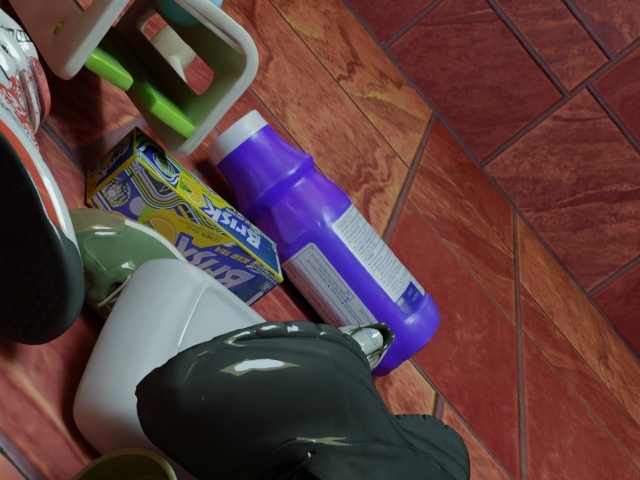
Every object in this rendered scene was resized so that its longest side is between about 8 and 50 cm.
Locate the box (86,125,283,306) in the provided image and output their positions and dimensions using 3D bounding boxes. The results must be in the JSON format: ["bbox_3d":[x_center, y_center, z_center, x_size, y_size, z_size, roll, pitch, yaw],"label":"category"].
[{"bbox_3d":[-0.108,-0.012,0.909,0.169,0.059,0.054,41,20,-31],"label":"box"}]

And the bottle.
[{"bbox_3d":[0.000,0.000,1.106,0.283,0.092,0.118,50,16,-4],"label":"bottle"}]

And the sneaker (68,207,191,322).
[{"bbox_3d":[-0.105,0.054,0.767,0.192,0.064,0.086,41,15,-41],"label":"sneaker"}]

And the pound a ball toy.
[{"bbox_3d":[-0.139,-0.188,0.968,0.208,0.136,0.319,34,9,-34],"label":"pound a ball toy"}]

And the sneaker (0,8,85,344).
[{"bbox_3d":[-0.203,-0.061,0.711,0.270,0.090,0.145,52,19,10],"label":"sneaker"}]

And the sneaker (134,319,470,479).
[{"bbox_3d":[0.014,0.141,0.629,0.286,0.109,0.130,34,30,-41],"label":"sneaker"}]

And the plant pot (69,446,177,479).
[{"bbox_3d":[-0.089,0.163,0.584,0.079,0.083,0.083,53,11,-43],"label":"plant pot"}]

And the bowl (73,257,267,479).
[{"bbox_3d":[-0.071,0.091,0.704,0.142,0.053,0.142,44,47,-29],"label":"bowl"}]

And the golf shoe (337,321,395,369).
[{"bbox_3d":[0.008,0.097,0.942,0.069,0.086,0.176,55,19,7],"label":"golf shoe"}]
